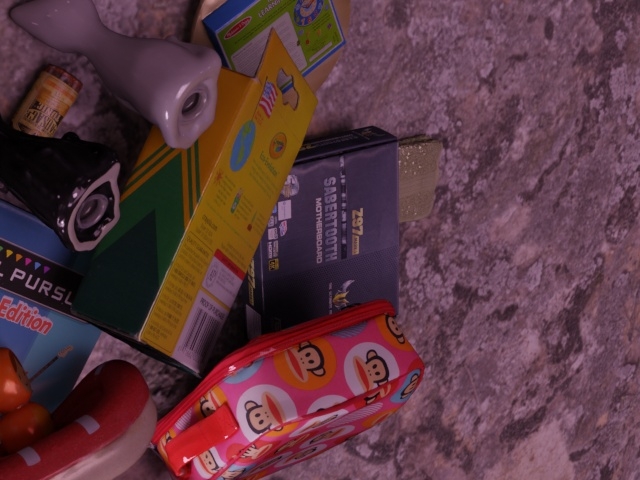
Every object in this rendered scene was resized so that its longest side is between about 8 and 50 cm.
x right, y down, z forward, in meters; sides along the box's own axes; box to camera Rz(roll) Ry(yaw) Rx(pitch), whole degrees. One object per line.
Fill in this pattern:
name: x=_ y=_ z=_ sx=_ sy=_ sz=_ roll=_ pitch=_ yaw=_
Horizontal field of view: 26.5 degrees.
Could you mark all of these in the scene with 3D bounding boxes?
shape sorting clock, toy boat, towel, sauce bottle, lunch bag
shape sorting clock: x=-0.052 y=-0.222 z=1.431 sx=0.206 sy=0.040 sz=0.206 roll=-27 pitch=135 yaw=-30
toy boat: x=-0.266 y=0.166 z=1.233 sx=0.231 sy=0.151 sz=0.151 roll=-28 pitch=96 yaw=-33
towel: x=0.089 y=-0.068 z=1.639 sx=0.148 sy=0.027 sz=0.110 roll=-12 pitch=114 yaw=-40
sauce bottle: x=-0.271 y=-0.103 z=1.275 sx=0.042 sy=0.042 sz=0.128 roll=35 pitch=82 yaw=-45
lunch bag: x=-0.054 y=0.182 z=1.441 sx=0.258 sy=0.293 sz=0.120 roll=-18 pitch=74 yaw=-35

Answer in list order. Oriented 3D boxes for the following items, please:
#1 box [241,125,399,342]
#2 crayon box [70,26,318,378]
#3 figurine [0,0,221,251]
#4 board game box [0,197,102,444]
box: x=0.000 y=0.000 z=1.541 sx=0.183 sy=0.059 sz=0.232 roll=-15 pitch=118 yaw=-28
crayon box: x=-0.113 y=-0.040 z=1.331 sx=0.318 sy=0.081 sz=0.202 roll=-66 pitch=163 yaw=-10
figurine: x=-0.226 y=-0.129 z=1.205 sx=0.215 sy=0.209 sz=0.092 roll=-48 pitch=161 yaw=-20
board game box: x=-0.354 y=0.118 z=1.264 sx=0.254 sy=0.079 sz=0.336 roll=29 pitch=87 yaw=-46
